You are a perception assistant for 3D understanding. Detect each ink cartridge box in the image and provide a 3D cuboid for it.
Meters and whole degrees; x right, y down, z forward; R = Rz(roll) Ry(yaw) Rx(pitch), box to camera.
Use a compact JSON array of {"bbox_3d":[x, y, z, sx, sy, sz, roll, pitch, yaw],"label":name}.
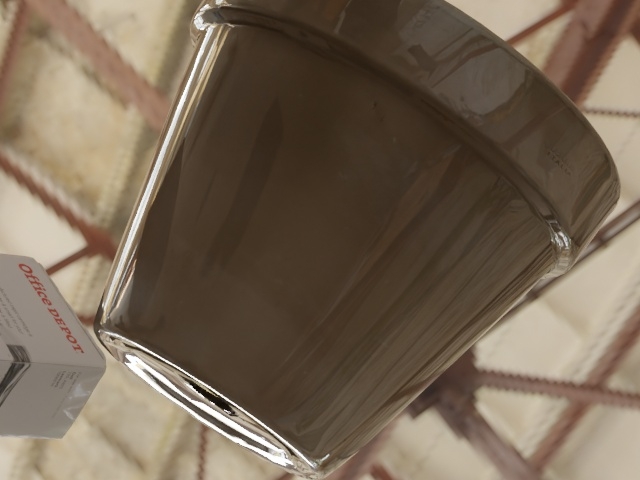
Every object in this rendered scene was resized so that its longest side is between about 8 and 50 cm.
[{"bbox_3d":[-0.315,0.083,1.673,0.092,0.219,0.160,-57,-131,22],"label":"ink cartridge box"}]

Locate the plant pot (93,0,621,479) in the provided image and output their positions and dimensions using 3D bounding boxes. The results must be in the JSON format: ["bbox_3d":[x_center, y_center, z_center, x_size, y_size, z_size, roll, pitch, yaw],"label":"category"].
[{"bbox_3d":[0.000,0.000,1.359,0.323,0.280,0.323,31,-14,8],"label":"plant pot"}]
